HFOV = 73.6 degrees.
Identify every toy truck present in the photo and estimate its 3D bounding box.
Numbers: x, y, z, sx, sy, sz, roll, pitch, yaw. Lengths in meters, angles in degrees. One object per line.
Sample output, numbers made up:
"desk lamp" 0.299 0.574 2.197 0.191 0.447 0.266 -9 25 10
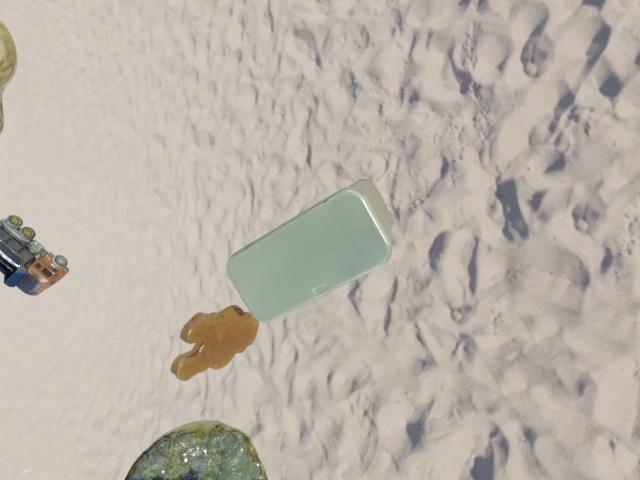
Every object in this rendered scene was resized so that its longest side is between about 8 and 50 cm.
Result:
"toy truck" -0.658 0.032 0.930 0.083 0.192 0.092 -33 20 22

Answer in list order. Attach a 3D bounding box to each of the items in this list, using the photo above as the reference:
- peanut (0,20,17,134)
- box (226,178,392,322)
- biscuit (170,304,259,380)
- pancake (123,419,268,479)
"peanut" -0.353 -0.149 0.422 0.187 0.082 0.082 -48 55 35
"box" 0.000 0.000 1.049 0.351 0.344 0.177 -30 97 18
"biscuit" -0.269 0.260 1.132 0.044 0.295 0.186 23 97 26
"pancake" -0.207 0.427 0.711 0.037 0.253 0.254 118 137 -54
